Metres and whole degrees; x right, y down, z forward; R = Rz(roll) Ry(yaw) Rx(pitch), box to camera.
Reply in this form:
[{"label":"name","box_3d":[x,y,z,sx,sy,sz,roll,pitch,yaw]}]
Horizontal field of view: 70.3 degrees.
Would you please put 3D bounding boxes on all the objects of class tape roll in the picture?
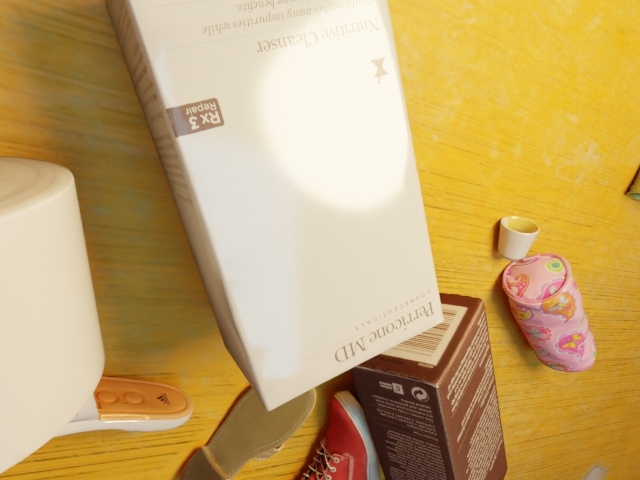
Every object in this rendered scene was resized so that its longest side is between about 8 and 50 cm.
[{"label":"tape roll","box_3d":[-0.298,0.044,0.324,0.246,0.246,0.169,-10,116,-26]}]

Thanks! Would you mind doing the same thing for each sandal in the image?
[{"label":"sandal","box_3d":[-0.095,0.281,0.663,0.240,0.088,0.079,-43,157,1]},{"label":"sandal","box_3d":[-0.253,0.151,0.493,0.265,0.102,0.076,18,99,-43]}]

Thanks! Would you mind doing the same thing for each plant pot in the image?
[{"label":"plant pot","box_3d":[0.676,-0.124,0.919,0.083,0.083,0.079,13,92,-33]}]

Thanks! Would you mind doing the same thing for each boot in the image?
[{"label":"boot","box_3d":[0.004,0.365,0.736,0.176,0.088,0.244,-21,123,-19]}]

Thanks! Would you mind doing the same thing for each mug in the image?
[{"label":"mug","box_3d":[0.343,-0.001,0.788,0.078,0.062,0.064,-9,123,-20]}]

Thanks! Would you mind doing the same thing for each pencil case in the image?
[{"label":"pencil case","box_3d":[0.445,0.144,0.876,0.124,0.124,0.284,-45,126,-5]}]

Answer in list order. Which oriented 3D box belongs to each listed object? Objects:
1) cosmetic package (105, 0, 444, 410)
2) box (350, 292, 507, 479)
[{"label":"cosmetic package","box_3d":[-0.034,-0.067,0.444,0.217,0.156,0.385,-23,108,-20]},{"label":"box","box_3d":[0.188,0.287,0.718,0.191,0.143,0.381,-41,122,-43]}]
